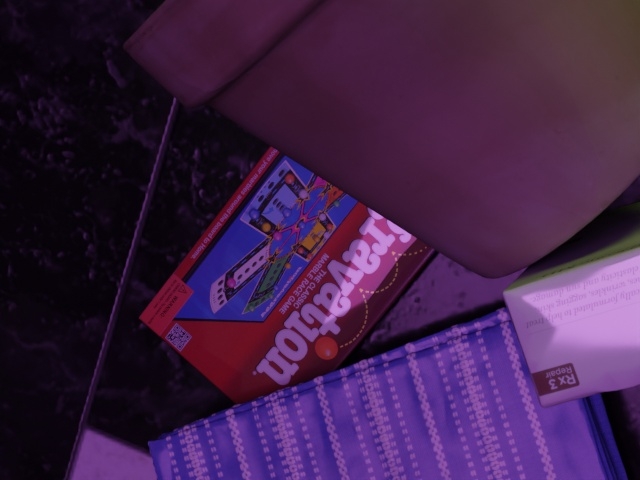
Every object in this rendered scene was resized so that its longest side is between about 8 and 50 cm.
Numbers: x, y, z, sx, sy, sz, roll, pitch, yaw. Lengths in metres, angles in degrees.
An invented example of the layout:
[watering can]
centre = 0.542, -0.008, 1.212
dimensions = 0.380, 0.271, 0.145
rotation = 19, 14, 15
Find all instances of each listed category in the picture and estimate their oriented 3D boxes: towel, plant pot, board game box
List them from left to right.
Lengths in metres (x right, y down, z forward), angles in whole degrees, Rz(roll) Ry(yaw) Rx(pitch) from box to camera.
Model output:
[board game box]
centre = 0.000, 0.000, 1.407
dimensions = 0.145, 0.027, 0.281
rotation = 40, 108, 7
[towel]
centre = 0.058, 0.203, 1.371
dimensions = 0.336, 0.040, 0.243
rotation = -20, 79, 14
[plant pot]
centre = 0.081, -0.138, 1.230
dimensions = 0.323, 0.323, 0.280
rotation = -41, 100, 20

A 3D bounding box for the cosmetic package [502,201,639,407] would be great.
[cosmetic package]
centre = 0.206, 0.030, 1.236
dimensions = 0.117, 0.231, 0.085
rotation = -18, 93, 19
